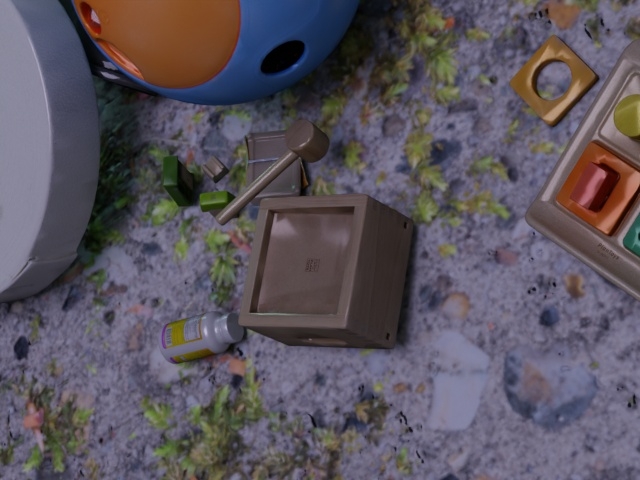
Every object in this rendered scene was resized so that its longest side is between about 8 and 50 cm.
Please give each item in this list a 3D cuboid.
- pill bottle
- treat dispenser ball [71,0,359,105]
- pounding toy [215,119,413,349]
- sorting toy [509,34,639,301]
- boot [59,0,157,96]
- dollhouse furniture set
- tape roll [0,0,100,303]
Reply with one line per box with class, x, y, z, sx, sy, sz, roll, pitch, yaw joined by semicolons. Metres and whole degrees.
pill bottle;-0.120;0.097;1.481;0.083;0.043;0.043;-16;74;29
treat dispenser ball;-0.100;-0.272;1.387;0.288;0.288;0.288;-6;78;31
pounding toy;-0.006;-0.005;1.404;0.181;0.094;0.206;-1;72;37
sorting toy;0.284;-0.057;1.250;0.348;0.047;0.196;38;102;32
boot;-0.214;-0.303;1.582;0.263;0.091;0.229;43;105;32
dollhouse furniture set;-0.082;-0.064;1.497;0.152;0.058;0.076;-6;70;12
tape roll;-0.390;-0.118;1.611;0.392;0.072;0.391;7;100;40
